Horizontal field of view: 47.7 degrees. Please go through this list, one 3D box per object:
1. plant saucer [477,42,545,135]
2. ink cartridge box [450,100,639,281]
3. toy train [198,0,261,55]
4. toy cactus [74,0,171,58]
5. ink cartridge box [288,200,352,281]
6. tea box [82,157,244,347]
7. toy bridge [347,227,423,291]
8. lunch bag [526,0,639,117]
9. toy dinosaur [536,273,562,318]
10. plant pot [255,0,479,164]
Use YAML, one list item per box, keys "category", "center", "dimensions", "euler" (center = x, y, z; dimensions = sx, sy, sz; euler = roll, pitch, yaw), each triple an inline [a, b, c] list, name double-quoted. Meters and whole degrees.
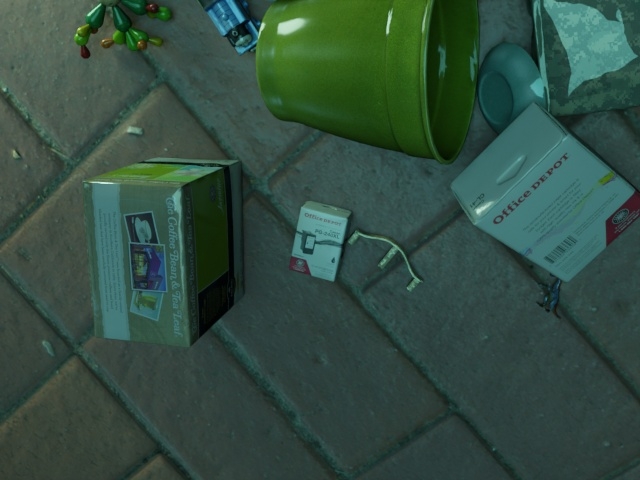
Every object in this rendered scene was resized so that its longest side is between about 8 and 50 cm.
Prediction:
- category: "plant saucer"
  center: [0.348, -0.275, 1.377]
  dimensions: [0.037, 0.195, 0.195]
  euler: [-18, 102, -20]
- category: "ink cartridge box"
  center: [0.432, -0.083, 1.355]
  dimensions: [0.306, 0.131, 0.226]
  euler: [29, 115, -34]
- category: "toy train"
  center: [-0.190, -0.471, 1.492]
  dimensions: [0.080, 0.105, 0.184]
  euler: [-30, 96, 19]
- category: "toy cactus"
  center: [-0.436, -0.479, 1.533]
  dimensions: [0.219, 0.112, 0.180]
  euler: [-10, 126, 13]
- category: "ink cartridge box"
  center: [0.000, 0.000, 1.594]
  dimensions: [0.109, 0.063, 0.150]
  euler: [15, 108, 9]
- category: "tea box"
  center: [-0.316, 0.009, 1.536]
  dimensions: [0.220, 0.323, 0.329]
  euler: [4, 105, 13]
- category: "toy bridge"
  center: [0.151, 0.034, 1.587]
  dimensions: [0.188, 0.026, 0.063]
  euler: [38, 109, 1]
- category: "lunch bag"
  center: [0.504, -0.385, 1.316]
  dimensions: [0.235, 0.169, 0.287]
  euler: [-6, 108, 16]
- category: "toy dinosaur"
  center: [0.492, 0.109, 1.530]
  dimensions: [0.090, 0.047, 0.082]
  euler: [28, 103, -30]
- category: "plant pot"
  center: [0.082, -0.336, 1.358]
  dimensions: [0.353, 0.366, 0.366]
  euler: [7, 106, 23]
